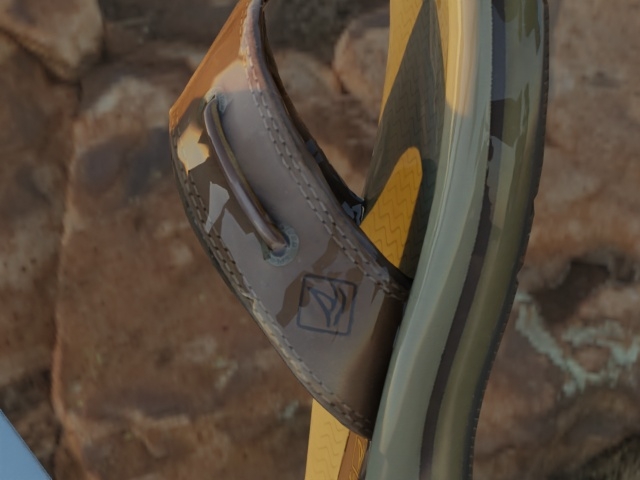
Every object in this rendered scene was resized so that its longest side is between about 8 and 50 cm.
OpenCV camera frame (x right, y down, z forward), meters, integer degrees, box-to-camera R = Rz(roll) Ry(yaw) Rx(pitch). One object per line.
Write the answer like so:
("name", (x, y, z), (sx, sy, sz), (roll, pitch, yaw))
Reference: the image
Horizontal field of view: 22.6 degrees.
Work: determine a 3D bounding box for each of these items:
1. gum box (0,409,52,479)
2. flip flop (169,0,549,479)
("gum box", (-0.148, 0.070, 0.358), (0.157, 0.041, 0.184), (-38, 102, -25))
("flip flop", (0.000, 0.000, 0.393), (0.080, 0.277, 0.112), (6, 14, -6))
